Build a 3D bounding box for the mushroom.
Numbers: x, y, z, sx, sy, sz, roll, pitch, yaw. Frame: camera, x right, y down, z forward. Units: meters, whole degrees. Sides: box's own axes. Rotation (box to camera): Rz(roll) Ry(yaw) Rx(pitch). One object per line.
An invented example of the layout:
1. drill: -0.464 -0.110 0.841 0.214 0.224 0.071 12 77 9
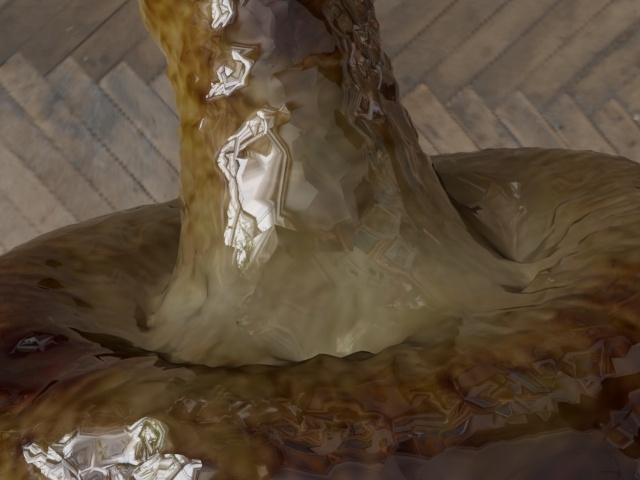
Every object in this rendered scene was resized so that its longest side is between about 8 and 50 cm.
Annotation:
1. mushroom: 0.019 0.008 0.464 0.331 0.334 0.356 11 104 -11
